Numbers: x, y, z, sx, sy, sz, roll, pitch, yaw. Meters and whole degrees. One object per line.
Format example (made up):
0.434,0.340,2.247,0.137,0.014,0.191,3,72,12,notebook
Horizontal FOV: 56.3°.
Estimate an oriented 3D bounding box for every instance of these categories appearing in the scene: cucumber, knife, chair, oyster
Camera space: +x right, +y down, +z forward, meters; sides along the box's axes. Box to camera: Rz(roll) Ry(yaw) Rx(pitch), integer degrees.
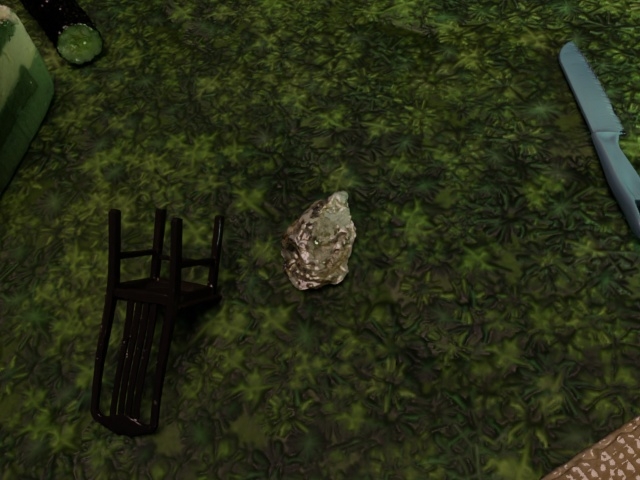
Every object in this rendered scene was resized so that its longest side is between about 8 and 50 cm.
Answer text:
-0.425,-0.371,0.935,0.072,0.072,0.300,-35,58,-13,cucumber
0.322,-0.128,0.677,0.044,0.019,0.313,-3,55,-1,knife
-0.161,0.077,0.599,0.084,0.101,0.213,8,96,16,chair
0.001,0.000,0.634,0.098,0.037,0.100,-23,56,-5,oyster

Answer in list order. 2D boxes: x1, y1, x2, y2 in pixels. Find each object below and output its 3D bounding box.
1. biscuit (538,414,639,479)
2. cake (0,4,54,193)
0.192,0.225,0.437,0.238,0.062,0.108,-28,57,-8,biscuit
-0.417,-0.151,0.738,0.172,0.158,0.284,-24,57,-8,cake
